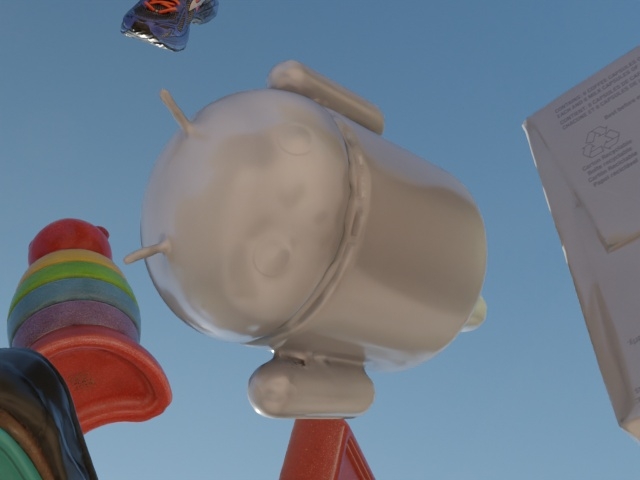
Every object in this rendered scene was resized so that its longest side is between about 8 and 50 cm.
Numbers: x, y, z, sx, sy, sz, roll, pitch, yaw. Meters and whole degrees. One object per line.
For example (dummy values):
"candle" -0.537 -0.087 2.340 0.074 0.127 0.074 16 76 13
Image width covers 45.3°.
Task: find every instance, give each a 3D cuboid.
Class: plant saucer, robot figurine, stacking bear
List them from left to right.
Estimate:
"stacking bear" -0.303 0.082 0.949 0.175 0.289 0.164 -17 -50 -9
"robot figurine" 0.000 0.000 0.643 0.353 0.199 0.300 21 -119 -42
"plant saucer" 0.019 0.325 0.765 0.258 0.047 0.259 -73 -31 -46

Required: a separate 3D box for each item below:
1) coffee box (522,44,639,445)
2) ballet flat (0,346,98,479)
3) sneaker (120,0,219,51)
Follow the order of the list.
"coffee box" 0.422 0.011 0.630 0.337 0.338 0.334 -32 -53 26
"ballet flat" -0.127 0.178 0.396 0.095 0.096 0.281 -8 -71 -1
"sneaker" -0.183 -0.302 0.947 0.083 0.221 0.087 16 -54 0
